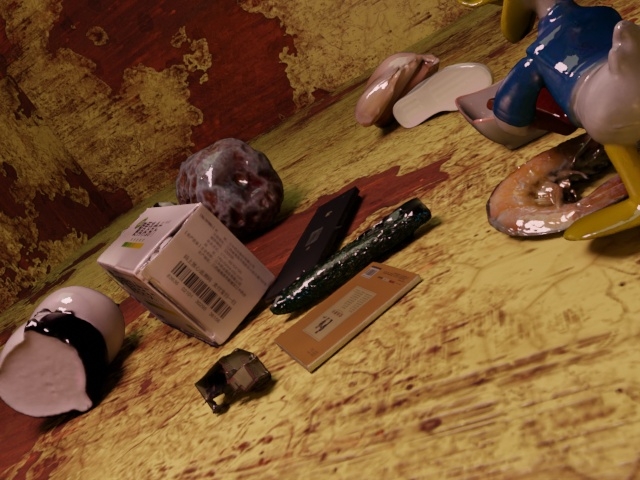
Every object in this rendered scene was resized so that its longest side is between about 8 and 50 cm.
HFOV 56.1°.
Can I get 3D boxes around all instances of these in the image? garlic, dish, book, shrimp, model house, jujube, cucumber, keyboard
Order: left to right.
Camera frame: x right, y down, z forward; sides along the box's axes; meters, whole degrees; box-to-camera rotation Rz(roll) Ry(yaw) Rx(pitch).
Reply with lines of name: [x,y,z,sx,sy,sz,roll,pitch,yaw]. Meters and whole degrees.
jujube: [-0.209,-0.114,1.354,0.226,0.226,0.317,-39,13,-18]
model house: [-0.098,0.160,0.712,0.083,0.057,0.058,-46,-16,23]
keyboard: [0.000,0.000,1.000,0.106,0.027,0.317,-27,18,29]
book: [0.030,0.087,0.736,0.172,0.012,0.118,-37,18,-15]
cucumber: [0.040,0.028,0.824,0.256,0.044,0.043,-34,35,-1]
garlic: [0.182,-0.374,1.448,0.228,0.110,0.217,-43,-13,20]
dish: [0.308,-0.210,0.945,0.151,0.077,0.212,-27,18,13]
shrimp: [0.302,-0.077,0.661,0.251,0.052,0.144,-35,28,13]

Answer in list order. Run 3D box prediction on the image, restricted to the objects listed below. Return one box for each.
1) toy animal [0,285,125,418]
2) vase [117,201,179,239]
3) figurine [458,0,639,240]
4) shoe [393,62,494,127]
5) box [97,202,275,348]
toy animal: [-0.435,0.180,1.035,0.187,0.165,0.235,-48,17,14]
vase: [-0.438,-0.002,1.571,0.165,0.165,0.360,-42,16,-28]
figurine: [0.253,-0.194,0.584,0.204,0.338,0.283,-25,7,5]
shoe: [0.275,-0.333,1.307,0.265,0.095,0.110,-15,24,50]
box: [-0.235,0.050,0.994,0.145,0.173,0.332,-52,24,-19]
